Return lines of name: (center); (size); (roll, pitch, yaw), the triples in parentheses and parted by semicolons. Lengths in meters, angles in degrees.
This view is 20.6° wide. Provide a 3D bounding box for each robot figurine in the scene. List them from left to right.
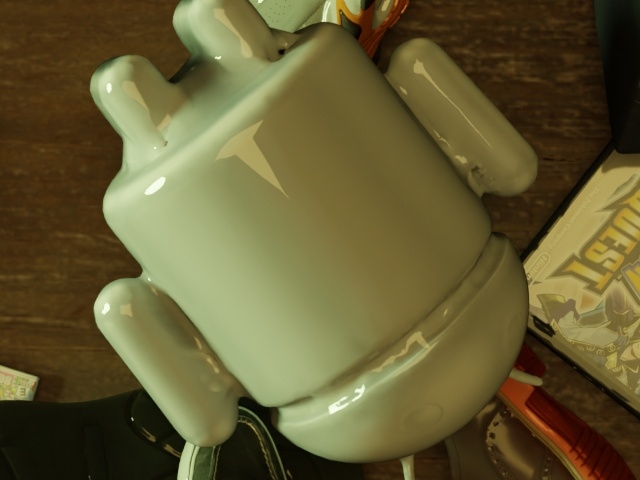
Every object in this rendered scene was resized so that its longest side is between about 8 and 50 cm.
robot figurine: (0.000, 0.000, 1.149); (0.300, 0.200, 0.353); (-38, 101, -2)

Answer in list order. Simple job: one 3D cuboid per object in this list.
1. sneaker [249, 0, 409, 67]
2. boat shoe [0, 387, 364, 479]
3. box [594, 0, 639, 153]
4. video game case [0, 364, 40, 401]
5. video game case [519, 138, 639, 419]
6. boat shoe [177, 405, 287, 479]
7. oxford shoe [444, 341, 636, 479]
sneaker: (-0.018, -0.143, 1.297); (0.121, 0.099, 0.262); (26, 97, 30)
boat shoe: (-0.133, 0.172, 1.258); (0.324, 0.120, 0.122); (4, 61, -16)
box: (0.373, -0.209, 1.138); (0.343, 0.312, 0.179); (-2, 64, -2)
video game case: (-0.268, 0.147, 1.314); (0.087, 0.011, 0.122); (17, 87, 2)
video game case: (0.304, 0.012, 1.294); (0.248, 0.035, 0.275); (38, 88, 3)
boat shoe: (-0.044, 0.196, 1.152); (0.077, 0.070, 0.219); (9, 51, -22)
oxford shoe: (0.157, 0.170, 1.271); (0.098, 0.097, 0.271); (-40, 79, 16)
